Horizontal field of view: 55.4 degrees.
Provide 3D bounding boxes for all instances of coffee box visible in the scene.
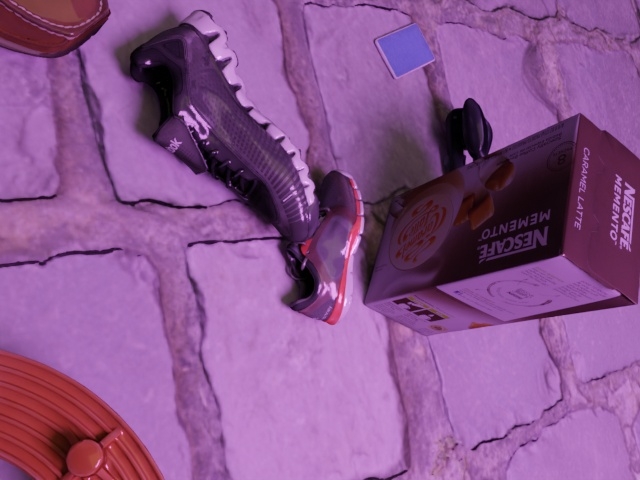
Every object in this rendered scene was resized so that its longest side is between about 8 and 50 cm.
[{"bbox_3d":[0.166,0.001,0.585,0.098,0.246,0.141,29,64,-24],"label":"coffee box"}]

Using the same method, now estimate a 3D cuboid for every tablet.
[{"bbox_3d":[0.106,-0.236,0.757,0.083,0.006,0.054,-33,97,-34],"label":"tablet"}]

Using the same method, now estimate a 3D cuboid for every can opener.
[{"bbox_3d":[0.179,-0.074,0.735,0.073,0.059,0.186,1,85,-60],"label":"can opener"}]

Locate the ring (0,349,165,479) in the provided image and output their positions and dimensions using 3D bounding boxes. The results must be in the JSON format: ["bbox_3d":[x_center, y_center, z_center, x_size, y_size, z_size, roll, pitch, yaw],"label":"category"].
[{"bbox_3d":[-0.237,0.222,0.323,0.336,0.032,0.337,4,71,-11],"label":"ring"}]

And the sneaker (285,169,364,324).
[{"bbox_3d":[0.000,0.000,0.594,0.064,0.061,0.158,12,70,-24],"label":"sneaker"}]

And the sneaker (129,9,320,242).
[{"bbox_3d":[-0.092,-0.088,0.548,0.106,0.078,0.234,-32,92,-32],"label":"sneaker"}]

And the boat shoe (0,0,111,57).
[{"bbox_3d":[-0.293,-0.278,0.437,0.324,0.119,0.123,44,58,-16],"label":"boat shoe"}]
